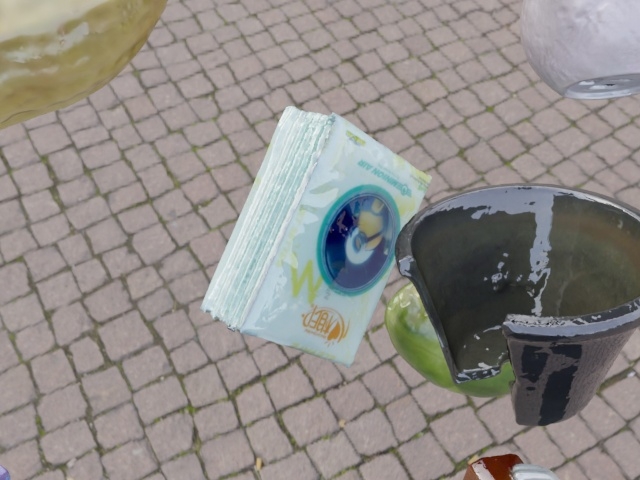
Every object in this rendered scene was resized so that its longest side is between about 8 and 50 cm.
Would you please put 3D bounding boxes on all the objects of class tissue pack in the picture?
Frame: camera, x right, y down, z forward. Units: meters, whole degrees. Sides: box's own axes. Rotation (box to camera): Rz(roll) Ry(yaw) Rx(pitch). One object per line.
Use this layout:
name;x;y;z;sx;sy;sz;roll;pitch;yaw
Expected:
tissue pack;0.000;0.000;1.206;0.162;0.287;0.387;20;85;49

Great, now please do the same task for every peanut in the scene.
peanut;-0.220;-0.151;0.456;0.306;0.147;0.147;-28;61;-15

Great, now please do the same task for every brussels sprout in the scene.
brussels sprout;0.334;0.166;1.449;0.314;0.371;0.276;50;23;-14

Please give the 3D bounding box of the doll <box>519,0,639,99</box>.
doll;0.231;-0.263;0.552;0.151;0.151;0.287;-1;86;-4

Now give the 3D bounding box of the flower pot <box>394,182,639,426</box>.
flower pot;0.311;0.099;1.005;0.380;0.251;0.379;-7;30;4

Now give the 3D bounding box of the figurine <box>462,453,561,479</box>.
figurine;0.270;0.395;0.824;0.284;0.338;0.204;38;74;17

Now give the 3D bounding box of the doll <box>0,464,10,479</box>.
doll;-0.558;0.418;1.124;0.067;0.206;0.110;37;65;0
